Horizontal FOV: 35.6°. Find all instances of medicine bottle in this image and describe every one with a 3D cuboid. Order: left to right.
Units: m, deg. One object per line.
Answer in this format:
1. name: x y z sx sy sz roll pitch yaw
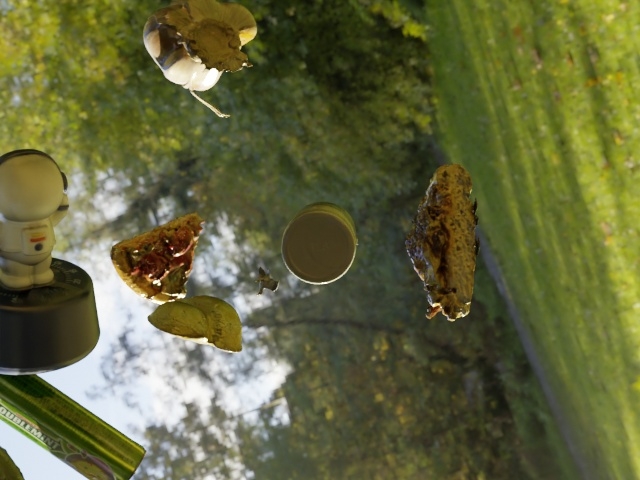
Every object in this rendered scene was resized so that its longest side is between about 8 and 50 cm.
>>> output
1. medicine bottle: 0.000 0.000 1.421 0.168 0.105 0.105 -74 -36 -83

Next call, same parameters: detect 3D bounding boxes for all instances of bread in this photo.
1. bread: -0.200 0.116 1.551 0.188 0.150 0.065 30 105 60

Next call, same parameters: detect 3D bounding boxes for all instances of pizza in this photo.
1. pizza: -0.292 0.025 1.887 0.201 0.193 0.053 33 180 -41
2. pizza: 0.140 0.018 1.190 0.154 0.069 0.193 107 168 -45

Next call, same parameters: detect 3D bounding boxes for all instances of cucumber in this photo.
1. cucumber: -0.385 0.273 1.172 0.067 0.035 0.107 -51 -55 -43

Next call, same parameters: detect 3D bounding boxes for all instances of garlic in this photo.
1. garlic: -0.203 -0.326 1.841 0.207 0.207 0.256 -103 -4 -65

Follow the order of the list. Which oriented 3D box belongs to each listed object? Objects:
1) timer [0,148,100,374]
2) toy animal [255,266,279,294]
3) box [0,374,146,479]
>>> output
1. timer: -0.531 0.019 1.801 0.270 0.271 0.383 -103 18 -67
2. toy animal: -0.105 0.079 1.851 0.028 0.050 0.084 50 172 -31
3. box: -0.506 0.348 1.892 0.346 0.134 0.097 38 -129 -10
